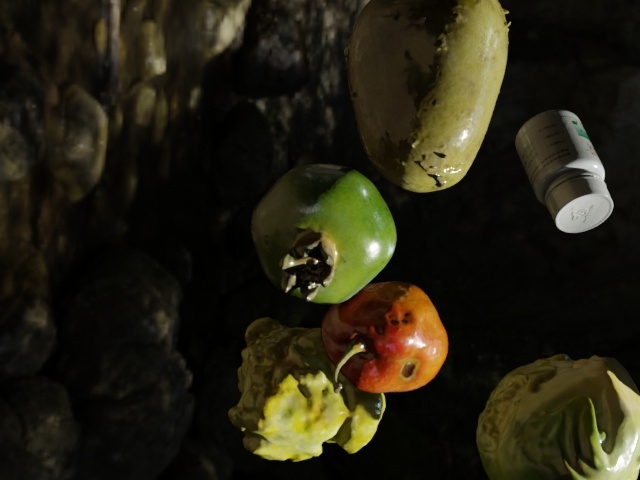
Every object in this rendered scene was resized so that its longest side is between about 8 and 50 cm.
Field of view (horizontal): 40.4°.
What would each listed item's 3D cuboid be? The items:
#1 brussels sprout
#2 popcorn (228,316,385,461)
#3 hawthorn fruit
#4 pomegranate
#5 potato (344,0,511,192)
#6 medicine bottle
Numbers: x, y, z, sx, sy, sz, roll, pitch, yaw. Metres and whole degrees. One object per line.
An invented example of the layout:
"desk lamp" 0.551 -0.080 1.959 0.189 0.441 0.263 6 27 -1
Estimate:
"brussels sprout" 0.460 0.377 1.661 0.268 0.344 0.344 -4 101 -64
"popcorn" -0.023 0.238 1.454 0.250 0.241 0.235 -99 -149 -56
"hawthorn fruit" 0.053 0.140 1.117 0.285 0.165 0.165 -17 116 -58
"pomegranate" -0.002 0.001 1.084 0.225 0.187 0.187 -70 166 -69
"potato" 0.159 -0.258 1.416 0.219 0.269 0.359 27 73 -56
"medicine bottle" 0.277 -0.078 0.986 0.080 0.080 0.130 93 -13 -51
